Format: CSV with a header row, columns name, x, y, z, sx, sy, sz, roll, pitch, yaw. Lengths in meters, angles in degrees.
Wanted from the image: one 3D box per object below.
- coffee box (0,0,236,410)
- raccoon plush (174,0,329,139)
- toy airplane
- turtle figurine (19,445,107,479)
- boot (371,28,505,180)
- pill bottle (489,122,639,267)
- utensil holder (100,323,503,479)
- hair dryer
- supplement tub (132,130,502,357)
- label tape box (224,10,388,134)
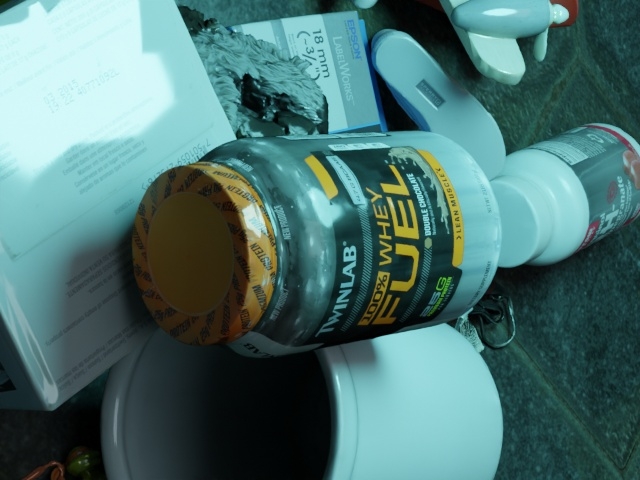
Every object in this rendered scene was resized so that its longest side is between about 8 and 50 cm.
name,x,y,z,sx,sy,sz,roll,pitch,yaw
coffee box,-0.317,-0.060,1.461,0.338,0.334,0.338,-38,112,-39
raccoon plush,-0.159,-0.125,1.756,0.216,0.299,0.446,-6,50,-32
toy airplane,0.199,-0.415,2.018,0.386,0.272,0.384,46,35,-1
turtle figurine,-0.241,0.318,1.631,0.217,0.087,0.269,56,30,9
boot,0.167,-0.201,2.044,0.258,0.095,0.123,51,9,-13
pill bottle,0.351,-0.063,2.156,0.318,0.176,0.176,-23,99,-48
utensil holder,-0.005,0.214,1.667,0.385,0.328,0.327,11,76,-55
hair dryer,0.186,0.053,2.097,0.223,0.080,0.293,-39,116,-56
supplement tub,0.000,0.000,1.383,0.338,0.207,0.207,-8,89,-45
label tape box,0.001,-0.180,1.925,0.334,0.106,0.240,-15,94,-42
